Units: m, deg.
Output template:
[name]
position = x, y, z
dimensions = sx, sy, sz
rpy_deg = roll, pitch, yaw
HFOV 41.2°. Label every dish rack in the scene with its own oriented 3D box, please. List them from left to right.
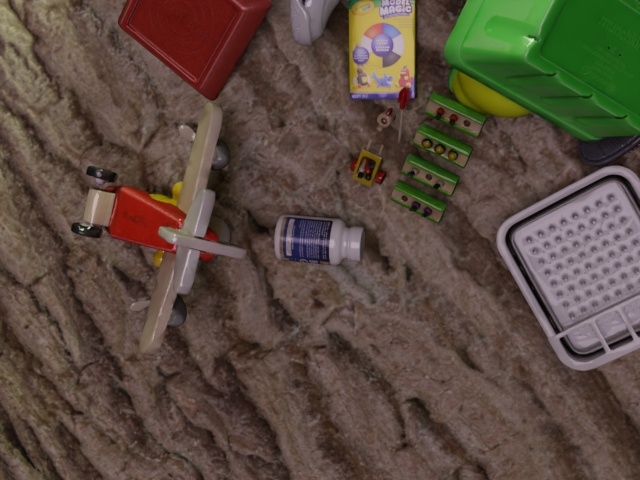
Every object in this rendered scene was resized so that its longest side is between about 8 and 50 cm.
[dish rack]
position = 0.520, 0.050, 1.602
dimensions = 0.285, 0.072, 0.333
rpy_deg = -29, 95, 17

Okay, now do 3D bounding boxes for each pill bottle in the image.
[pill bottle]
position = 0.000, 0.000, 1.688
dimensions = 0.169, 0.094, 0.094
rpy_deg = 5, 103, 11

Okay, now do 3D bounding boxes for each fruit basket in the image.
[fruit basket]
position = 0.374, -0.326, 1.440
dimensions = 0.392, 0.392, 0.283
rpy_deg = 27, 98, 5

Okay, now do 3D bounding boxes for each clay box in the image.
[clay box]
position = 0.118, -0.379, 1.605
dimensions = 0.127, 0.053, 0.222
rpy_deg = 1, 102, 12

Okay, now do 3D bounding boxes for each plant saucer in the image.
[plant saucer]
position = -0.258, -0.432, 1.633
dimensions = 0.258, 0.048, 0.259
rpy_deg = 39, 125, 1

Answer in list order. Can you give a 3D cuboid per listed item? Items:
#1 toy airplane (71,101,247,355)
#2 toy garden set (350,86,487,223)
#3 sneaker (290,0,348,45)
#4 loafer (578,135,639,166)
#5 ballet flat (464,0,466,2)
[toy airplane]
position = -0.267, -0.022, 1.650
dimensions = 0.386, 0.272, 0.384
rpy_deg = -36, 60, 30
[toy garden set]
position = 0.170, -0.165, 1.596
dimensions = 0.204, 0.049, 0.244
rpy_deg = 28, 128, 12
[sneaker]
position = 0.084, -0.503, 1.514
dimensions = 0.210, 0.137, 0.366
rpy_deg = 19, 87, 7
[loafer]
position = 0.590, -0.246, 1.515
dimensions = 0.302, 0.095, 0.109
rpy_deg = -53, 50, 18
[ballet flat]
position = 0.399, -0.472, 1.497
dimensions = 0.348, 0.123, 0.123
rpy_deg = -3, 101, 9
